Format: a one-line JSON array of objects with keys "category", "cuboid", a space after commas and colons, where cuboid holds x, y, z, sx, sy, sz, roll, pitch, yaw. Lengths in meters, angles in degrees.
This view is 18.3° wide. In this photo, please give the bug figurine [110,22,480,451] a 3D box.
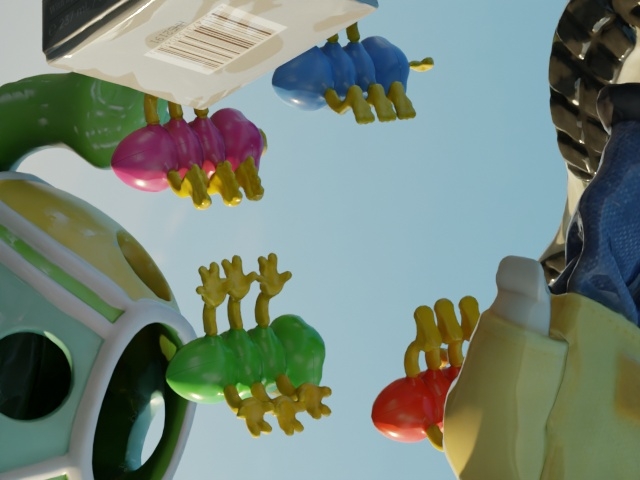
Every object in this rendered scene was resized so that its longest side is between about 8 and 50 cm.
[{"category": "bug figurine", "cuboid": [0.000, 0.000, 1.042, 0.072, 0.216, 0.279, -37, -116, 51]}]

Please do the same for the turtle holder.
[{"category": "turtle holder", "cuboid": [-0.187, 0.061, 1.266, 0.320, 0.227, 0.243, -59, 144, -32]}]

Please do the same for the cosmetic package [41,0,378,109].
[{"category": "cosmetic package", "cuboid": [-0.055, -0.195, 0.909, 0.127, 0.107, 0.238, -28, -120, 40]}]

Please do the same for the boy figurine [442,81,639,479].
[{"category": "boy figurine", "cuboid": [0.115, 0.071, 0.852, 0.092, 0.177, 0.285, 7, -116, 38]}]

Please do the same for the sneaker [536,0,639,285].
[{"category": "sneaker", "cuboid": [0.208, -0.030, 1.093, 0.182, 0.158, 0.410, -52, 160, -38]}]
